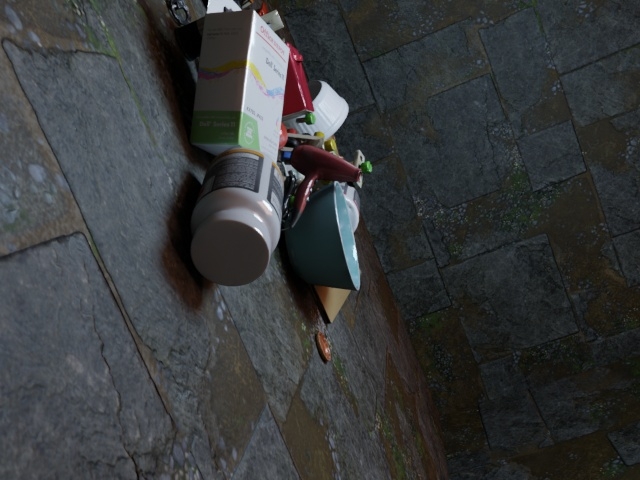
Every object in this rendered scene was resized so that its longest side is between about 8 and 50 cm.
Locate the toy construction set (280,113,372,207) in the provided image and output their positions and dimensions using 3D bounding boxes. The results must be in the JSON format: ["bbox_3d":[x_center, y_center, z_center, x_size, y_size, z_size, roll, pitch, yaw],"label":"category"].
[{"bbox_3d":[0.012,-0.215,1.814,0.309,0.237,0.258,-56,137,-52],"label":"toy construction set"}]

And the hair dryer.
[{"bbox_3d":[-0.035,-0.144,1.584,0.080,0.293,0.224,85,-15,-71],"label":"hair dryer"}]

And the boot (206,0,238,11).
[{"bbox_3d":[-0.311,-0.729,1.755,0.207,0.094,0.246,57,10,-35],"label":"boot"}]

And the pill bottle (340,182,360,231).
[{"bbox_3d":[0.059,-0.122,2.256,0.318,0.176,0.176,-73,142,-72],"label":"pill bottle"}]

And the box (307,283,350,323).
[{"bbox_3d":[0.028,0.135,1.872,0.164,0.021,0.201,66,29,-17],"label":"box"}]

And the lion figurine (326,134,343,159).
[{"bbox_3d":[-0.039,-0.422,2.444,0.240,0.142,0.392,65,13,19],"label":"lion figurine"}]

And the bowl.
[{"bbox_3d":[0.000,0.000,1.699,0.311,0.163,0.312,-10,90,-81],"label":"bowl"}]

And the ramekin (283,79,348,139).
[{"bbox_3d":[-0.046,-0.441,2.134,0.127,0.272,0.273,49,20,-32],"label":"ramekin"}]

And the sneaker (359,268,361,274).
[{"bbox_3d":[0.074,0.118,2.075,0.271,0.108,0.100,-13,85,-77],"label":"sneaker"}]

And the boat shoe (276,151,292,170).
[{"bbox_3d":[-0.134,-0.269,1.894,0.063,0.066,0.184,45,13,19],"label":"boat shoe"}]

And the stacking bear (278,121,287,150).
[{"bbox_3d":[-0.175,-0.372,1.639,0.175,0.164,0.289,-67,140,-75],"label":"stacking bear"}]

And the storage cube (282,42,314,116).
[{"bbox_3d":[-0.139,-0.449,1.800,0.184,0.214,0.193,-53,128,-78],"label":"storage cube"}]

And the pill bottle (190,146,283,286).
[{"bbox_3d":[-0.150,-0.048,1.115,0.278,0.162,0.162,-91,158,-59],"label":"pill bottle"}]

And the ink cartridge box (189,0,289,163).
[{"bbox_3d":[-0.165,-0.358,1.332,0.207,0.119,0.354,17,78,-71],"label":"ink cartridge box"}]

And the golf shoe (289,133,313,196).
[{"bbox_3d":[-0.040,-0.209,2.034,0.115,0.140,0.306,-62,132,-77],"label":"golf shoe"}]

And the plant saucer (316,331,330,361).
[{"bbox_3d":[0.006,0.289,1.662,0.083,0.013,0.084,-21,90,-80],"label":"plant saucer"}]

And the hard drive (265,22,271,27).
[{"bbox_3d":[-0.223,-0.589,1.750,0.255,0.171,0.054,-98,180,-69],"label":"hard drive"}]

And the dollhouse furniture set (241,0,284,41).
[{"bbox_3d":[-0.215,-0.870,2.394,0.259,0.135,0.262,-94,160,-57],"label":"dollhouse furniture set"}]

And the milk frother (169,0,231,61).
[{"bbox_3d":[-0.275,-0.522,1.444,0.129,0.134,0.143,-92,159,-62],"label":"milk frother"}]
